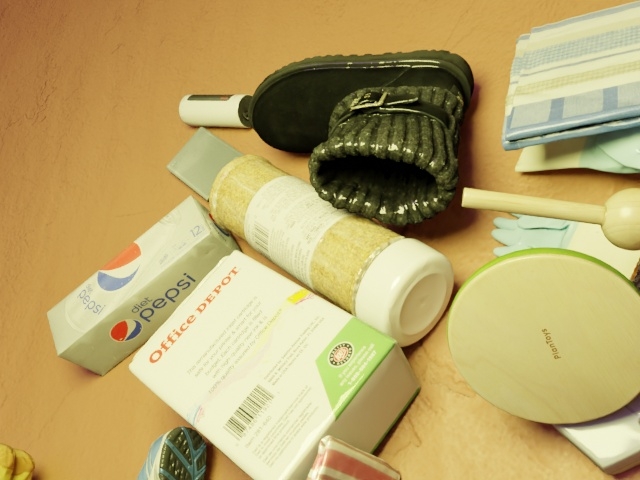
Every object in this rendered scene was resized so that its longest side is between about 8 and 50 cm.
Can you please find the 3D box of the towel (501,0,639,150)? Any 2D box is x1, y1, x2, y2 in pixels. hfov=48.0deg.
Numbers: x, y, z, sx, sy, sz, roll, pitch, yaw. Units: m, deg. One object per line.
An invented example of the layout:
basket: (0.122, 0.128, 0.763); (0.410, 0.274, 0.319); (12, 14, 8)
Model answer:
towel: (0.325, -0.202, 0.844); (0.209, 0.034, 0.285); (-9, 35, 27)

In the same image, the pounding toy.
pounding toy: (0.219, 0.047, 0.680); (0.183, 0.236, 0.110); (6, 28, 17)

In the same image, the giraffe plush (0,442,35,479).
giraffe plush: (-0.418, 0.395, 0.928); (0.171, 0.181, 0.210); (31, 69, 18)

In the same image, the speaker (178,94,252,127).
speaker: (-0.170, -0.217, 1.203); (0.136, 0.055, 0.055); (8, 67, 35)

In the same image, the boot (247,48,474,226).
boot: (0.023, -0.132, 0.934); (0.348, 0.131, 0.260); (-6, 40, 28)

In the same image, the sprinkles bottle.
sprinkles bottle: (0.000, 0.000, 0.924); (0.355, 0.121, 0.121); (32, 81, 40)

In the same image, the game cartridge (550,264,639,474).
game cartridge: (0.332, 0.080, 0.723); (0.294, 0.060, 0.196); (-46, 46, -1)

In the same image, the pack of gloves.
pack of gloves: (0.299, -0.051, 0.797); (0.232, 0.046, 0.195); (13, 75, 63)

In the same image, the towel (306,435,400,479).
towel: (0.007, 0.305, 0.722); (0.029, 0.144, 0.197); (8, 67, 40)

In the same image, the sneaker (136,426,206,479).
sneaker: (-0.191, 0.338, 0.878); (0.081, 0.080, 0.211); (-23, 50, 49)

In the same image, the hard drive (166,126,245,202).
hard drive: (-0.185, -0.123, 1.175); (0.094, 0.022, 0.135); (-50, 50, -5)

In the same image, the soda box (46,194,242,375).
soda box: (-0.256, 0.069, 1.054); (0.286, 0.098, 0.091); (-38, 50, 6)

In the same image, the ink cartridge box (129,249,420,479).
ink cartridge box: (-0.059, 0.160, 0.848); (0.278, 0.117, 0.201); (26, 67, 39)
